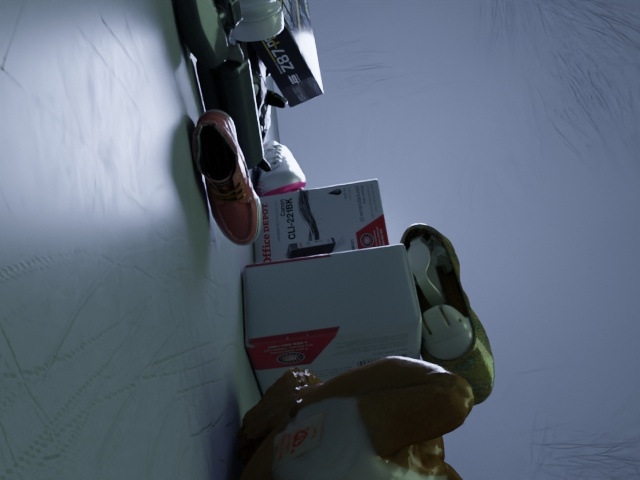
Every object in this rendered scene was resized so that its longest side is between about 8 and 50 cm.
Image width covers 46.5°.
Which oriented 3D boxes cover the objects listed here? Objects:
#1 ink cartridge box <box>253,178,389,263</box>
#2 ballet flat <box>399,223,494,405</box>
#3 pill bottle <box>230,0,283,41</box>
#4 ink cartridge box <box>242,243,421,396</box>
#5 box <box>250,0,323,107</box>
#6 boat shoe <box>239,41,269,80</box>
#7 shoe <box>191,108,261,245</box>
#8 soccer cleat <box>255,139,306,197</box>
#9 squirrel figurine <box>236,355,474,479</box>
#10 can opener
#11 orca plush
[{"bbox_3d":[0.000,0.000,1.532,0.114,0.272,0.197,76,6,-56],"label":"ink cartridge box"},{"bbox_3d":[0.204,0.113,1.285,0.123,0.123,0.349,83,-2,-53],"label":"ballet flat"},{"bbox_3d":[-0.127,-0.468,1.276,0.131,0.131,0.229,-97,180,-50],"label":"pill bottle"},{"bbox_3d":[0.026,0.193,1.334,0.385,0.279,0.161,83,-2,-54],"label":"ink cartridge box"},{"bbox_3d":[-0.109,-0.540,1.650,0.318,0.097,0.395,53,22,-46],"label":"box"},{"bbox_3d":[-0.141,-0.447,1.780,0.285,0.092,0.103,-97,180,-54],"label":"boat shoe"},{"bbox_3d":[-0.117,-0.068,0.911,0.081,0.063,0.178,-92,170,-72],"label":"shoe"},{"bbox_3d":[-0.108,-0.161,1.716,0.331,0.115,0.143,-146,-141,-84],"label":"soccer cleat"},{"bbox_3d":[0.075,0.342,0.889,0.370,0.281,0.397,50,-18,-20],"label":"squirrel figurine"},{"bbox_3d":[-0.139,-0.205,0.970,0.095,0.075,0.284,-53,148,-40],"label":"can opener"},{"bbox_3d":[-0.113,-0.249,1.494,0.287,0.102,0.151,83,0,-48],"label":"orca plush"}]
